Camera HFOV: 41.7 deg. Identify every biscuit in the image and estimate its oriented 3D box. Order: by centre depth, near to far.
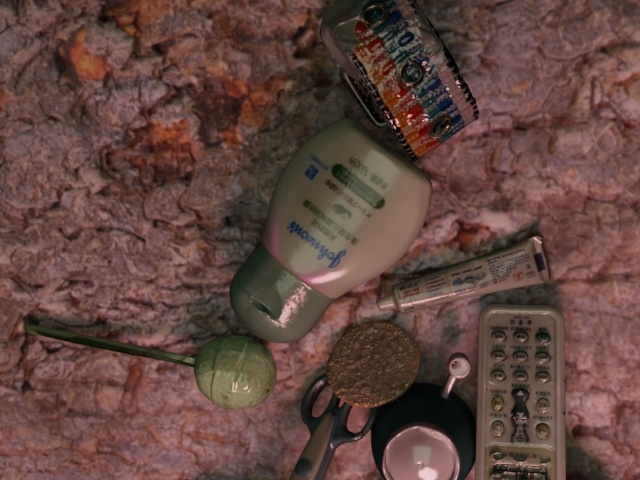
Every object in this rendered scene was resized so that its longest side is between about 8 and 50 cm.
[{"bbox_3d":[0.080,0.189,1.285,0.152,0.020,0.152,-12,52,16],"label":"biscuit"}]

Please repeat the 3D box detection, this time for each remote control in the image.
[{"bbox_3d":[0.292,0.261,1.229,0.127,0.065,0.336,1,72,13],"label":"remote control"}]

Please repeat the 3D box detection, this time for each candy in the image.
[{"bbox_3d":[-0.280,0.178,1.346,0.439,0.119,0.119,10,94,14],"label":"candy"}]

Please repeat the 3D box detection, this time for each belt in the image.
[{"bbox_3d":[0.110,-0.249,1.204,0.150,0.207,0.258,-34,96,6],"label":"belt"}]

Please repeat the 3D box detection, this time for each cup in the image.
[{"bbox_3d":[0.150,0.305,1.243,0.167,0.173,0.300,23,97,8],"label":"cup"}]

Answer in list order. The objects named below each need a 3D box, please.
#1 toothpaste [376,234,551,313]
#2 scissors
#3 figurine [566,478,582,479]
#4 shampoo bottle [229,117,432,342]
[{"bbox_3d":[0.215,0.062,1.285,0.268,0.047,0.069,-16,72,7],"label":"toothpaste"},{"bbox_3d":[-0.012,0.339,1.266,0.138,0.041,0.289,11,65,38],"label":"scissors"},{"bbox_3d":[0.378,0.416,1.239,0.138,0.125,0.125,32,99,-33],"label":"figurine"},{"bbox_3d":[0.000,0.000,1.262,0.221,0.151,0.350,39,99,3],"label":"shampoo bottle"}]
